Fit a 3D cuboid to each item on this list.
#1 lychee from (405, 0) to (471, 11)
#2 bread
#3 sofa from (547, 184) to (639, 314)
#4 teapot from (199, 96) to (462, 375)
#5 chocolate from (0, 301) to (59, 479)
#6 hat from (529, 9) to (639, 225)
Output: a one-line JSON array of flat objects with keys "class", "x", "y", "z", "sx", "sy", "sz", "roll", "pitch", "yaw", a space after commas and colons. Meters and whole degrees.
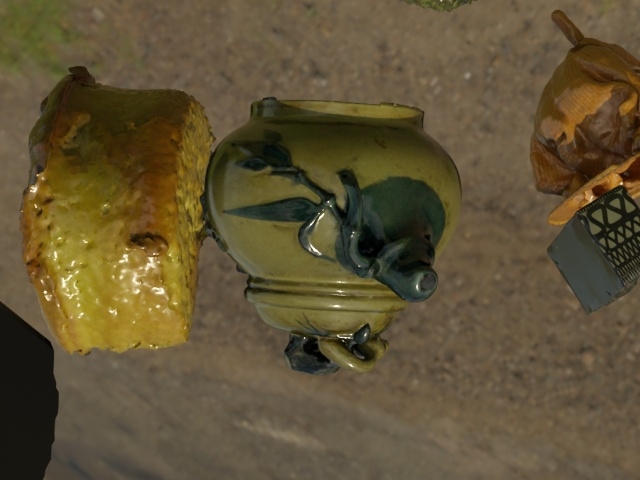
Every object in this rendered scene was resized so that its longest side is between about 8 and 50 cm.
[{"class": "lychee", "x": 0.089, "y": -0.280, "z": 1.256, "sx": 0.171, "sy": 0.171, "sz": 0.171, "roll": 31, "pitch": 157, "yaw": 15}, {"class": "bread", "x": -0.181, "y": -0.042, "z": 1.254, "sx": 0.160, "sy": 0.260, "sz": 0.147, "roll": 5, "pitch": 151, "yaw": 4}, {"class": "sofa", "x": 0.188, "y": 0.009, "z": 0.949, "sx": 0.060, "sy": 0.039, "sz": 0.118, "roll": 61, "pitch": 174, "yaw": 11}, {"class": "teapot", "x": 0.000, "y": 0.000, "z": 0.976, "sx": 0.173, "sy": 0.182, "sz": 0.269, "roll": 3, "pitch": 180, "yaw": -31}, {"class": "chocolate", "x": -0.206, "y": 0.072, "z": 0.591, "sx": 0.133, "sy": 0.156, "sz": 0.156, "roll": 18, "pitch": 152, "yaw": 30}, {"class": "hat", "x": 0.320, "y": -0.172, "z": 1.677, "sx": 0.233, "sy": 0.233, "sz": 0.244, "roll": 67, "pitch": -163, "yaw": 14}]
